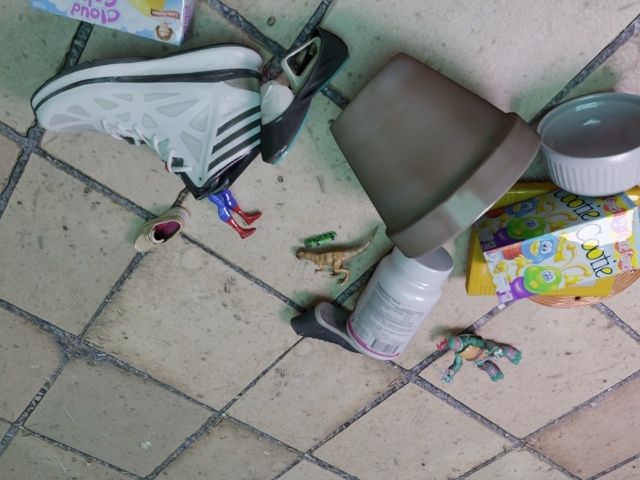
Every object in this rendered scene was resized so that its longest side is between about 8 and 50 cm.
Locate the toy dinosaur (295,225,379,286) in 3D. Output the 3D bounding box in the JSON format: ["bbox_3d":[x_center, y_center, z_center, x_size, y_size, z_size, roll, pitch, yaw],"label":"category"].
[{"bbox_3d":[0.045,0.045,1.215,0.211,0.064,0.112,-10,121,9],"label":"toy dinosaur"}]

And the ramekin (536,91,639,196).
[{"bbox_3d":[0.523,-0.176,0.967,0.207,0.207,0.109,-16,130,13],"label":"ramekin"}]

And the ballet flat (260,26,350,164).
[{"bbox_3d":[-0.051,-0.269,0.920,0.096,0.280,0.095,40,159,-29],"label":"ballet flat"}]

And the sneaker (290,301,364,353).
[{"bbox_3d":[0.032,0.237,1.347,0.118,0.083,0.222,-24,128,39],"label":"sneaker"}]

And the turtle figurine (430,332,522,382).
[{"bbox_3d":[0.403,0.298,1.335,0.234,0.118,0.175,19,139,-28],"label":"turtle figurine"}]

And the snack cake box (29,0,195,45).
[{"bbox_3d":[-0.355,-0.453,0.889,0.264,0.089,0.152,13,122,-5],"label":"snack cake box"}]

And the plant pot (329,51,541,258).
[{"bbox_3d":[0.177,-0.174,0.946,0.280,0.323,0.323,43,117,-5],"label":"plant pot"}]

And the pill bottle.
[{"bbox_3d":[0.185,0.132,1.208,0.160,0.160,0.283,20,122,-10],"label":"pill bottle"}]

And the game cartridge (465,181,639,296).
[{"bbox_3d":[0.501,0.006,1.138,0.324,0.052,0.285,-1,123,4],"label":"game cartridge"}]

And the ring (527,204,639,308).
[{"bbox_3d":[0.603,0.022,1.193,0.337,0.032,0.336,2,123,3],"label":"ring"}]

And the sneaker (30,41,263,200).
[{"bbox_3d":[-0.312,-0.193,0.953,0.447,0.169,0.257,-9,90,7],"label":"sneaker"}]

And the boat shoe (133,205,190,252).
[{"bbox_3d":[-0.379,-0.018,1.196,0.170,0.059,0.063,-34,116,22],"label":"boat shoe"}]

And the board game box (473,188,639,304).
[{"bbox_3d":[0.467,-0.001,1.026,0.275,0.144,0.142,-18,119,16],"label":"board game box"}]

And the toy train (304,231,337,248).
[{"bbox_3d":[0.000,0.000,1.210,0.083,0.023,0.017,-16,121,13],"label":"toy train"}]

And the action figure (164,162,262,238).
[{"bbox_3d":[-0.217,-0.140,1.090,0.139,0.091,0.280,-34,117,29],"label":"action figure"}]
